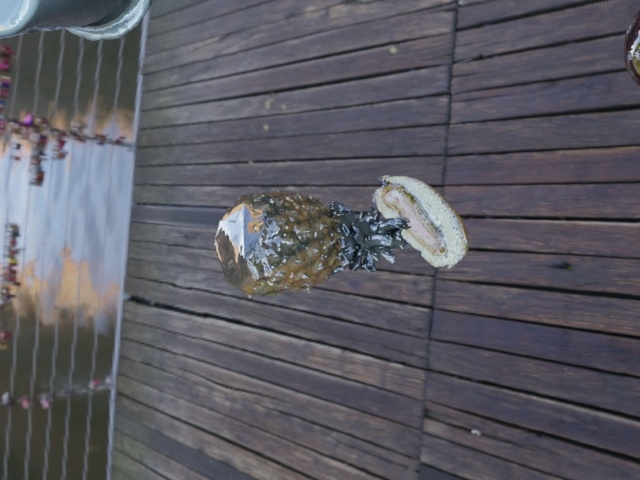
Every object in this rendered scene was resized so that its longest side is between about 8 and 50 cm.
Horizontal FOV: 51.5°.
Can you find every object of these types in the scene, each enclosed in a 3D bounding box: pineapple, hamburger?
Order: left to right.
[{"bbox_3d":[0.000,0.000,0.657,0.108,0.197,0.108,13,105,58],"label":"pineapple"},{"bbox_3d":[0.169,-0.041,1.040,0.176,0.102,0.087,43,113,15],"label":"hamburger"}]

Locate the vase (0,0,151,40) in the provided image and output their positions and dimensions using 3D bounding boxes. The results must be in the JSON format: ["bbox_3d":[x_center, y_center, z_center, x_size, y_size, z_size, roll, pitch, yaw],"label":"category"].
[{"bbox_3d":[-0.420,-0.404,1.000,0.244,0.291,0.245,6,116,12],"label":"vase"}]

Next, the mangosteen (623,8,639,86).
[{"bbox_3d":[0.516,-0.287,0.940,0.172,0.184,0.173,-9,73,31],"label":"mangosteen"}]
